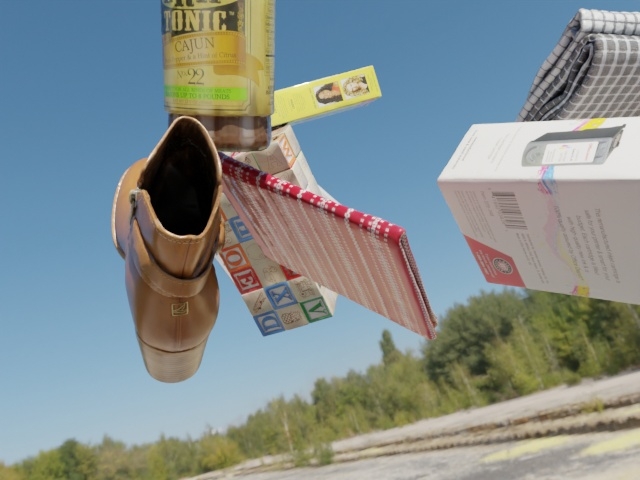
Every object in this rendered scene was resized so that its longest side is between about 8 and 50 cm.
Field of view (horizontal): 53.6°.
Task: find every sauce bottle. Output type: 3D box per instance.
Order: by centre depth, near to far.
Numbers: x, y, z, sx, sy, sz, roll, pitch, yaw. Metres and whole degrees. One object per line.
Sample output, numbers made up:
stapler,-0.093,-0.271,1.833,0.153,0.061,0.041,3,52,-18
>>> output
sauce bottle,-0.097,-0.258,0.593,0.111,0.345,0.111,0,15,0

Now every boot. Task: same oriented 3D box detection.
boot,-0.148,-0.033,0.597,0.109,0.284,0.220,1,-40,-14

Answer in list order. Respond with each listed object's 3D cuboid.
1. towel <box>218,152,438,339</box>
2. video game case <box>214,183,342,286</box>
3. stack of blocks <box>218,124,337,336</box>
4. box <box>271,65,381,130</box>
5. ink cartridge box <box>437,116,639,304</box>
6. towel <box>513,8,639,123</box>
towel,0.000,0.000,0.700,0.031,0.274,0.199,-52,-37,-19
video game case,-0.115,-0.026,1.464,0.300,0.329,0.036,-52,-47,6
stack of blocks,-0.070,-0.009,1.002,0.171,0.297,0.087,-18,22,17
box,-0.021,-0.233,1.070,0.232,0.058,0.087,-19,5,-15
ink cartridge box,0.343,-0.038,0.837,0.306,0.131,0.226,5,-40,42
towel,0.452,-0.217,0.999,0.235,0.121,0.284,-4,-32,-13
